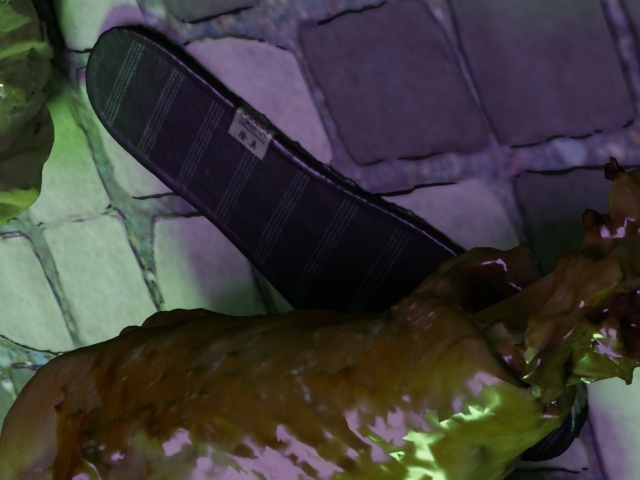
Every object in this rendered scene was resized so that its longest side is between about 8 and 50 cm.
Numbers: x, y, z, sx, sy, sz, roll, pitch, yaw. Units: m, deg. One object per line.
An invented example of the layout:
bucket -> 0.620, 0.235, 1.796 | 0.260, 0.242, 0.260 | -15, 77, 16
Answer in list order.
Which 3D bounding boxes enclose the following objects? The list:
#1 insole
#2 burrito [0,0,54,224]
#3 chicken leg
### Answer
insole -> 0.000, 0.000, 0.833 | 0.309, 0.012, 0.110 | 41, 137, 13
burrito -> -0.278, -0.101, 0.950 | 0.348, 0.107, 0.175 | 5, 103, 37
chicken leg -> 0.044, 0.112, 0.769 | 0.295, 0.182, 0.409 | 47, 128, -10
